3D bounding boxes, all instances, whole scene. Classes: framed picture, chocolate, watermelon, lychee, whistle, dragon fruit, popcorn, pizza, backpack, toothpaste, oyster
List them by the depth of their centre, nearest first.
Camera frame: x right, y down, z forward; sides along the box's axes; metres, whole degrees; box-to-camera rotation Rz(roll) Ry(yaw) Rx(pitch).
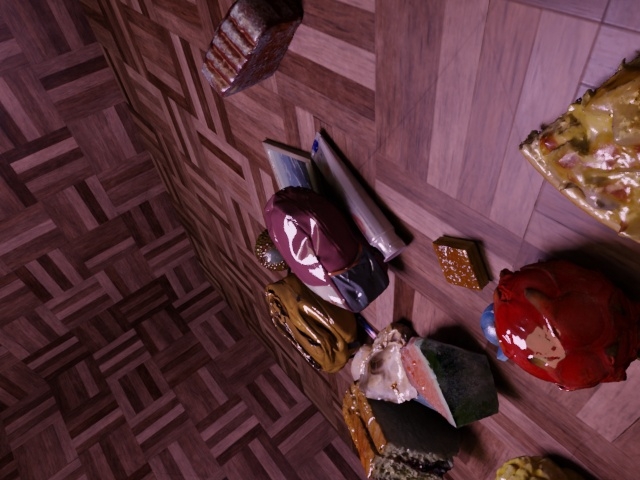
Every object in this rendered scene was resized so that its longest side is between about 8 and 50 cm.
[{"bbox_3d":[0.352,-0.071,0.445,0.323,0.089,0.223,41,157,30],"label":"pizza"},{"bbox_3d":[0.334,0.116,0.622,0.209,0.172,0.172,25,144,37],"label":"dragon fruit"},{"bbox_3d":[0.326,0.157,0.806,0.090,0.090,0.158,46,157,23],"label":"whistle"},{"bbox_3d":[0.491,0.574,0.923,0.237,0.252,0.205,-97,15,-59],"label":"popcorn"},{"bbox_3d":[0.072,-0.098,1.004,0.323,0.066,0.100,55,160,14],"label":"toothpaste"},{"bbox_3d":[0.273,0.308,1.054,0.257,0.140,0.192,141,114,-73],"label":"watermelon"},{"bbox_3d":[0.000,0.000,1.090,0.317,0.197,0.283,53,162,-21],"label":"backpack"},{"bbox_3d":[0.193,0.327,1.218,0.107,0.162,0.232,-59,-24,-75],"label":"oyster"},{"bbox_3d":[-0.046,-0.112,1.273,0.247,0.022,0.335,30,147,47],"label":"framed picture"},{"bbox_3d":[0.188,0.463,1.445,0.134,0.134,0.309,18,138,56],"label":"chocolate"},{"bbox_3d":[-0.146,0.027,1.503,0.171,0.171,0.171,44,155,27],"label":"lychee"},{"bbox_3d":[-0.028,0.260,1.510,0.378,0.201,0.353,46,157,17],"label":"backpack"}]

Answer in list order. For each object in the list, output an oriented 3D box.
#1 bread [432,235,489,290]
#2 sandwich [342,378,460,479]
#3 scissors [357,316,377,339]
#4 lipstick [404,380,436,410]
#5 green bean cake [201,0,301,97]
[{"bbox_3d":[0.262,0.042,0.840,0.090,0.035,0.094,12,132,60],"label":"bread"},{"bbox_3d":[0.243,0.547,1.272,0.325,0.131,0.262,21,-164,-21],"label":"sandwich"},{"bbox_3d":[0.158,0.288,1.418,0.113,0.012,0.039,44,155,27],"label":"scissors"},{"bbox_3d":[0.285,0.403,1.234,0.290,0.076,0.077,6,125,62],"label":"lipstick"},{"bbox_3d":[-0.131,-0.406,0.903,0.097,0.198,0.233,49,143,-6],"label":"green bean cake"}]
